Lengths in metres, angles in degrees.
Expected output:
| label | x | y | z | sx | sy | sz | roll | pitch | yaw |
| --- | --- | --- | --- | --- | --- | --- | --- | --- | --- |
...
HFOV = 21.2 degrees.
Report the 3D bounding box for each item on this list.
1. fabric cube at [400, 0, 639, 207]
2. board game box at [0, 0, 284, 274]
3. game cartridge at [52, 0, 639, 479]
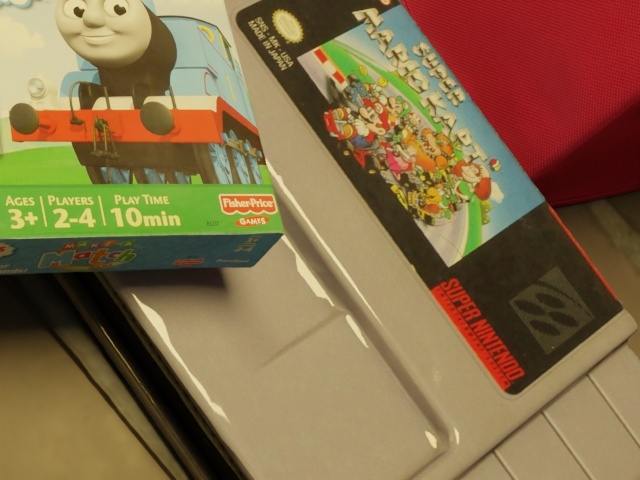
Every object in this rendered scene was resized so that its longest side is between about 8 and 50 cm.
| label | x | y | z | sx | sy | sz | roll | pitch | yaw |
| --- | --- | --- | --- | --- | --- | --- | --- | --- | --- |
| fabric cube | 0.201 | -0.192 | 0.875 | 0.259 | 0.258 | 0.254 | -9 | 70 | -35 |
| board game box | -0.114 | -0.089 | 0.694 | 0.160 | 0.039 | 0.211 | -2 | 64 | -31 |
| game cartridge | 0.000 | 0.000 | 0.777 | 0.230 | 0.068 | 0.355 | -33 | 85 | -35 |
